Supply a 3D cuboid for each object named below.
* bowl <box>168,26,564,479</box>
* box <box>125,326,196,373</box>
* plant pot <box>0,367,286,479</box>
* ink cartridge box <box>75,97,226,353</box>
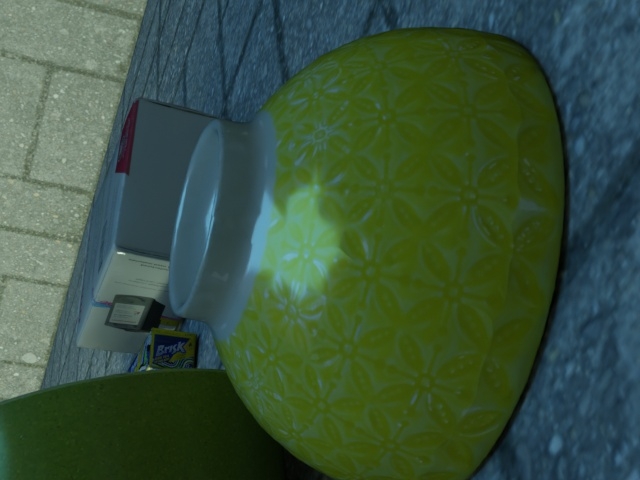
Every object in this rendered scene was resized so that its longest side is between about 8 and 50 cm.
[{"bbox_3d":[0.000,0.000,0.606,0.289,0.156,0.289,-168,90,-72],"label":"bowl"},{"bbox_3d":[-0.205,0.167,1.295,0.169,0.059,0.054,129,146,-56],"label":"box"},{"bbox_3d":[-0.133,0.278,0.732,0.275,0.275,0.293,127,134,-54],"label":"plant pot"},{"bbox_3d":[-0.231,-0.007,1.368,0.306,0.131,0.226,127,149,-56],"label":"ink cartridge box"}]
